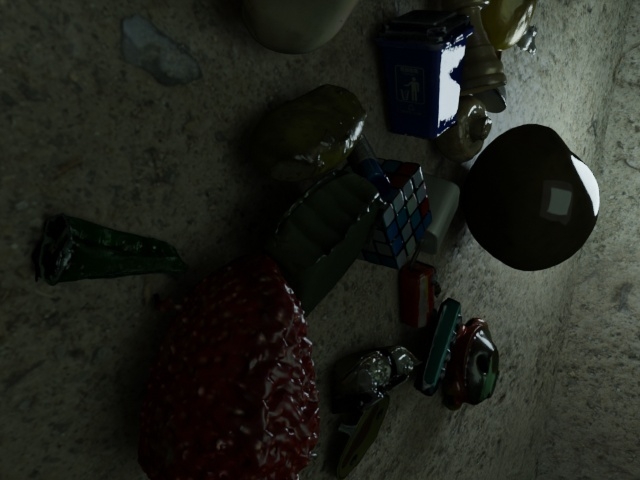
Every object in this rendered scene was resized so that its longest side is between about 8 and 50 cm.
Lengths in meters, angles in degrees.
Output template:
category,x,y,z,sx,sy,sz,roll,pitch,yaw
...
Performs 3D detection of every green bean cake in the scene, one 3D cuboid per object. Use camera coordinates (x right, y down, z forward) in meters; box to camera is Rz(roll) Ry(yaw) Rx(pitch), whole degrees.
category,x,y,z,sx,sy,sz,roll,pitch,yaw
green bean cake,0.000,0.000,0.950,0.222,0.125,0.227,-44,168,-29

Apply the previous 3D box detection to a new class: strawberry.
category,x,y,z,sx,sy,sz,roll,pitch,yaw
strawberry,-0.143,0.202,0.826,0.292,0.292,0.344,-2,79,-52

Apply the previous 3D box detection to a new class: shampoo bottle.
category,x,y,z,sx,sy,sz,roll,pitch,yaw
shampoo bottle,0.071,-0.156,1.026,0.050,0.183,0.087,-27,144,6

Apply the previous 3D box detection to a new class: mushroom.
category,x,y,z,sx,sy,sz,roll,pitch,yaw
mushroom,0.352,-0.272,1.380,0.166,0.127,0.166,-27,128,-42
mushroom,-0.038,-0.409,0.797,0.234,0.254,0.260,34,93,-8

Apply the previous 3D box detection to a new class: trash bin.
category,x,y,z,sx,sy,sz,roll,pitch,yaw
trash bin,0.219,-0.347,1.170,0.184,0.162,0.235,-38,134,-39

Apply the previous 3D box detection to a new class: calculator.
category,x,y,z,sx,sy,sz,roll,pitch,yaw
calculator,0.320,0.285,1.495,0.274,0.058,0.248,42,68,-70

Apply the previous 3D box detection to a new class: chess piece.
category,x,y,z,sx,sy,sz,roll,pitch,yaw
chess piece,0.316,-0.523,1.223,0.117,0.117,0.397,-16,98,-49

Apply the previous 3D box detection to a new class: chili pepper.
category,x,y,z,sx,sy,sz,roll,pitch,yaw
chili pepper,-0.261,0.026,0.756,0.227,0.059,0.088,17,92,-57

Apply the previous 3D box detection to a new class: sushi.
category,x,y,z,sx,sy,sz,roll,pitch,yaw
sushi,0.131,0.286,1.286,0.273,0.134,0.109,-22,86,-36

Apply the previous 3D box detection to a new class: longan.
category,x,y,z,sx,sy,sz,roll,pitch,yaw
longan,0.564,-0.110,1.526,0.404,0.336,0.405,-12,109,-37

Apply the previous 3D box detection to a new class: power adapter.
category,x,y,z,sx,sy,sz,roll,pitch,yaw
power adapter,0.211,-0.033,1.257,0.205,0.130,0.125,-61,160,-18

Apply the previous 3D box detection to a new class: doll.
category,x,y,z,sx,sy,sz,roll,pitch,yaw
doll,0.442,-0.533,1.388,0.423,0.161,0.348,-52,133,-22

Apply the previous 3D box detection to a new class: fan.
category,x,y,z,sx,sy,sz,roll,pitch,yaw
fan,0.089,0.448,1.300,0.230,0.011,0.335,-59,152,-10

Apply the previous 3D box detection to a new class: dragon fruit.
category,x,y,z,sx,sy,sz,roll,pitch,yaw
dragon fruit,0.464,0.387,1.730,0.268,0.130,0.295,2,99,-57

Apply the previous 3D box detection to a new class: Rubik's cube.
category,x,y,z,sx,sy,sz,roll,pitch,yaw
Rubik's cube,0.111,-0.058,1.114,0.155,0.154,0.151,-49,135,-30

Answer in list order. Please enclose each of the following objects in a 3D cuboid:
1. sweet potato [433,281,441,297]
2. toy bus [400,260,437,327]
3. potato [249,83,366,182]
category,x,y,z,sx,sy,sz,roll,pitch,yaw
sweet potato,0.297,0.124,1.500,0.153,0.038,0.041,29,79,-65
toy bus,0.242,0.141,1.409,0.077,0.079,0.174,-27,123,-40
potato,-0.020,-0.171,0.921,0.251,0.149,0.113,-50,157,-36
